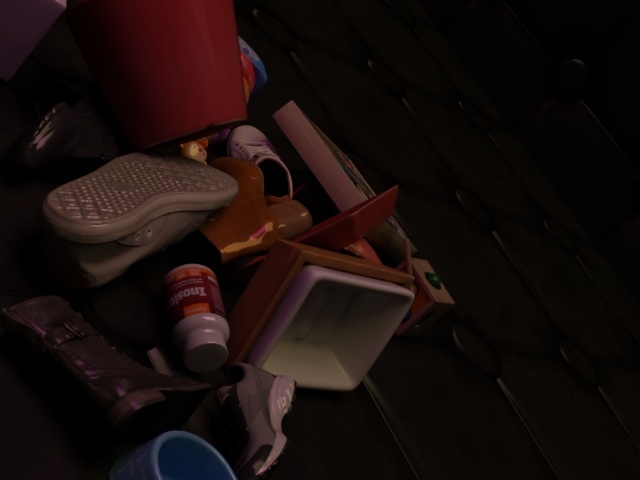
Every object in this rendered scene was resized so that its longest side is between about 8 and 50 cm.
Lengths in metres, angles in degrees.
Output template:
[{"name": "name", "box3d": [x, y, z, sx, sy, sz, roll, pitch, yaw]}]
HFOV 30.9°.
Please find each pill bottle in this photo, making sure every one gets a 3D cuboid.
[{"name": "pill bottle", "box3d": [-0.180, 0.114, 1.688, 0.086, 0.086, 0.152, 26, 30, -38]}]

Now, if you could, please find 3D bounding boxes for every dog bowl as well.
[{"name": "dog bowl", "box3d": [-0.139, 0.357, 1.388, 0.166, 0.074, 0.297, 7, 44, -55]}]

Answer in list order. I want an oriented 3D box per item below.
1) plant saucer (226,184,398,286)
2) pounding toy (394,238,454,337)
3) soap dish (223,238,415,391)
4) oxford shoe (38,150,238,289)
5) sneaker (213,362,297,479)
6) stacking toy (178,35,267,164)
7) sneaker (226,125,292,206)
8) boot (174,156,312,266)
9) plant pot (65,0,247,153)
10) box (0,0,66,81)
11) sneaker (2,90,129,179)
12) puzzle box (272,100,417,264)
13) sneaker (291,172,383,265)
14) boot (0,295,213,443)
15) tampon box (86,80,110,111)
[{"name": "plant saucer", "box3d": [0.000, 0.000, 1.969, 0.047, 0.258, 0.259, 62, 23, -3]}, {"name": "pounding toy", "box3d": [0.175, 0.092, 2.231, 0.100, 0.141, 0.130, 10, 42, -53]}, {"name": "soap dish", "box3d": [-0.007, 0.118, 1.815, 0.291, 0.229, 0.118, 14, 22, -50]}, {"name": "oxford shoe", "box3d": [-0.269, -0.037, 1.719, 0.169, 0.130, 0.449, 22, 22, 16]}, {"name": "sneaker", "box3d": [-0.103, 0.261, 1.588, 0.108, 0.100, 0.271, 28, 22, -11]}, {"name": "stacking toy", "box3d": [-0.216, -0.242, 2.151, 0.175, 0.166, 0.302, 43, 37, -31]}, {"name": "sneaker", "box3d": [-0.101, -0.138, 2.138, 0.106, 0.123, 0.290, -3, 45, -19]}, {"name": "boot", "box3d": [-0.177, -0.052, 1.934, 0.211, 0.104, 0.295, -17, 32, -35]}, {"name": "plant pot", "box3d": [-0.244, -0.279, 1.851, 0.275, 0.275, 0.243, -23, 97, -65]}, {"name": "box", "box3d": [-0.485, -0.363, 1.835, 0.091, 0.170, 0.130, 31, 29, -30]}, {"name": "sneaker", "box3d": [-0.372, -0.142, 1.764, 0.130, 0.109, 0.286, 51, 25, -5]}, {"name": "puzzle box", "box3d": [0.057, -0.106, 2.309, 0.272, 0.052, 0.409, 54, 7, 19]}, {"name": "sneaker", "box3d": [0.029, 0.015, 2.197, 0.314, 0.116, 0.136, 56, 11, 14]}, {"name": "boot", "box3d": [-0.271, 0.150, 1.481, 0.229, 0.091, 0.263, 40, 8, 18]}, {"name": "tampon box", "box3d": [-0.317, -0.293, 2.061, 0.101, 0.120, 0.161, 43, 24, -7]}]
